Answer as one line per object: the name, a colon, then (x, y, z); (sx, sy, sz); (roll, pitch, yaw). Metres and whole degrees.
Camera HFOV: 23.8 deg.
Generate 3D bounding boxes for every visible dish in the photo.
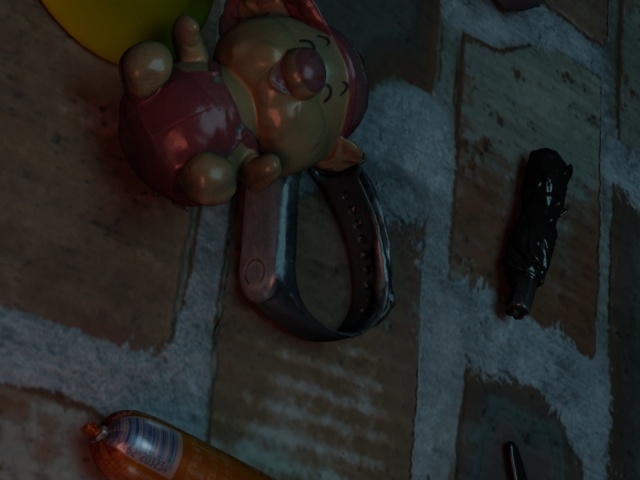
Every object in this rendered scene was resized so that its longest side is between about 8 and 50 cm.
dish: (-0.157, -0.301, 1.458); (0.221, 0.108, 0.262); (44, 51, -31)

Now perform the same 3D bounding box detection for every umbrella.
umbrella: (0.259, -0.008, 1.857); (0.066, 0.059, 0.236); (28, 59, -12)

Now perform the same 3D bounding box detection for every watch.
watch: (0.000, 0.000, 1.571); (0.193, 0.068, 0.206); (14, 72, -48)

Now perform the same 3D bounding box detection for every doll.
doll: (-0.065, -0.134, 1.434); (0.256, 0.152, 0.196); (-25, 117, -33)

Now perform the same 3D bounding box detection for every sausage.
sausage: (-0.122, 0.212, 1.374); (0.234, 0.071, 0.071); (35, 55, -36)

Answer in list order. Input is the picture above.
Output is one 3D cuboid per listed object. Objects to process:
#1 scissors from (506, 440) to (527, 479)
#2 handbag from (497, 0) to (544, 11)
scissors: (0.245, 0.341, 1.768); (0.088, 0.017, 0.220); (-9, 86, -44)
handbag: (0.275, -0.360, 1.906); (0.095, 0.173, 0.117); (36, 64, -6)
